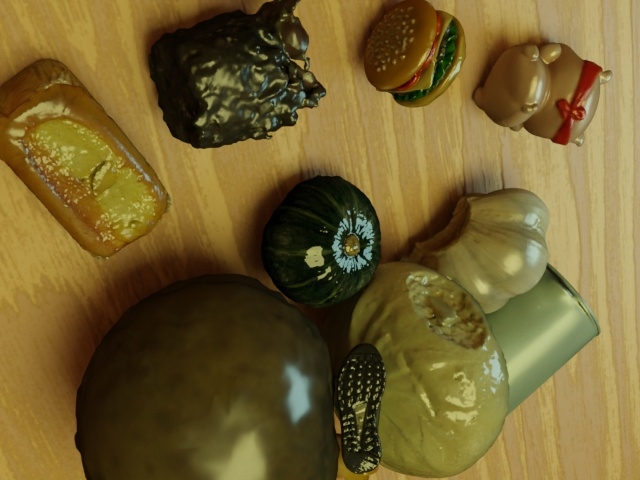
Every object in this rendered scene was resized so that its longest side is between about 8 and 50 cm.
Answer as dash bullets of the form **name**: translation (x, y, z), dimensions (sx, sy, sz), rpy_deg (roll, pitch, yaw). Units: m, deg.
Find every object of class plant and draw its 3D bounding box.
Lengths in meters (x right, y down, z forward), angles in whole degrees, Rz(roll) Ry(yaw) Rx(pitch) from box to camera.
- **plant**: translation (-0.111, -0.229, 1.577), dimensions (0.234, 0.178, 0.204), rpy_deg (-27, 118, -27)

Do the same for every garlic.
- **garlic**: translation (0.289, 0.037, 1.968), dimensions (0.281, 0.185, 0.203), rpy_deg (-53, 140, 8)

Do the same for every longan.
- **longan**: translation (-0.168, 0.271, 1.704), dimensions (0.404, 0.404, 0.436), rpy_deg (-4, 100, -28)

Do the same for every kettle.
- **kettle**: translation (0.339, 0.212, 2.096), dimensions (0.318, 0.205, 0.265), rpy_deg (-41, 128, -5)

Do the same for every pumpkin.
- **pumpkin**: translation (0.001, 0.002, 1.797), dimensions (0.211, 0.152, 0.212), rpy_deg (1, 88, -50)

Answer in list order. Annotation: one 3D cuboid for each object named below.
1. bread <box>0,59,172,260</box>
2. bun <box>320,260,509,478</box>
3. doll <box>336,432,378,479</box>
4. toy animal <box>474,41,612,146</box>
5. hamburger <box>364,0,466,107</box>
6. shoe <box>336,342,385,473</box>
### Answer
- **bread**: translation (-0.331, -0.108, 1.561), dimensions (0.152, 0.119, 0.288), rpy_deg (-36, 130, -1)
- **bun**: translation (0.122, 0.223, 1.859), dimensions (0.202, 0.364, 0.364), rpy_deg (-12, 124, -38)
- **doll**: translation (-0.046, 0.409, 1.991), dimensions (0.269, 0.162, 0.167), rpy_deg (-8, 144, -12)
- **toy animal**: translation (0.370, -0.242, 1.866), dimensions (0.197, 0.171, 0.171), rpy_deg (11, 113, -26)
- **hamburger**: translation (0.139, -0.278, 1.704), dimensions (0.115, 0.162, 0.162), rpy_deg (23, 106, -34)
- **shoe**: translation (0.059, 0.253, 1.738), dimensions (0.074, 0.077, 0.194), rpy_deg (1, 86, -1)
